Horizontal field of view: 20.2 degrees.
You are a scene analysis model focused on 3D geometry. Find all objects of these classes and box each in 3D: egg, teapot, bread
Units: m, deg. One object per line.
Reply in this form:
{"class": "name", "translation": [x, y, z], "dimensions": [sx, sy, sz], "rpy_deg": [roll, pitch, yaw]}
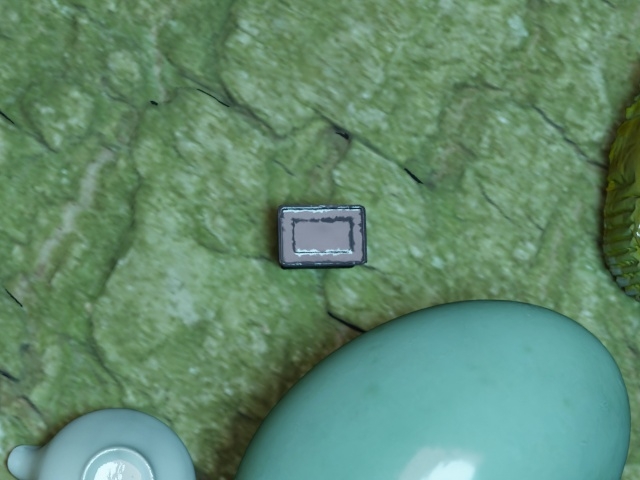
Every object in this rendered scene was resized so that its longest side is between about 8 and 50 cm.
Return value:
{"class": "egg", "translation": [0.097, 0.206, 1.582], "dimensions": [0.389, 0.276, 0.276], "rpy_deg": [-31, 84, -9]}
{"class": "teapot", "translation": [-0.178, 0.230, 1.651], "dimensions": [0.226, 0.092, 0.145], "rpy_deg": [21, 80, -5]}
{"class": "bread", "translation": [0.368, -0.054, 1.724], "dimensions": [0.179, 0.133, 0.250], "rpy_deg": [13, 82, -7]}

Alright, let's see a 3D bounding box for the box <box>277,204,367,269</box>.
{"class": "box", "translation": [0.000, 0.000, 1.717], "dimensions": [0.085, 0.063, 0.060], "rpy_deg": [-2, 79, -4]}
